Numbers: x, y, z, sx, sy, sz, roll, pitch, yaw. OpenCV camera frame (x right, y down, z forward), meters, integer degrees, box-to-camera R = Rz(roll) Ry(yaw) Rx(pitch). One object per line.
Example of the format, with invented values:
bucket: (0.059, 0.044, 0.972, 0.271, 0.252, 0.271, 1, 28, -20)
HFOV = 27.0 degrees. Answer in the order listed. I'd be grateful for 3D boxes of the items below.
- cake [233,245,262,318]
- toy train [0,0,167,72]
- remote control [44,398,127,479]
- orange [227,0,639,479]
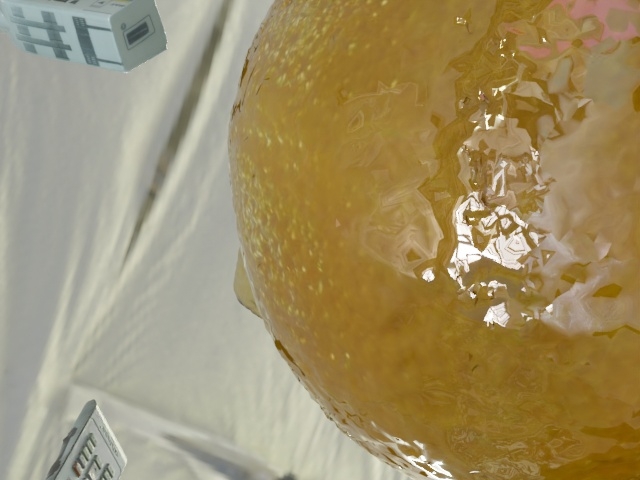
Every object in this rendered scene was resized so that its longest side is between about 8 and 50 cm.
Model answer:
cake: (0.000, 0.000, 1.563, 0.207, 0.185, 0.178, -39, -37, -74)
toy train: (-0.216, -0.172, 1.013, 0.051, 0.234, 0.052, -41, -48, -37)
remote control: (-0.199, 0.197, 1.115, 0.166, 0.029, 0.065, -74, -38, -68)
orange: (0.093, -0.025, 0.527, 0.274, 0.274, 0.274, -43, -39, -48)
